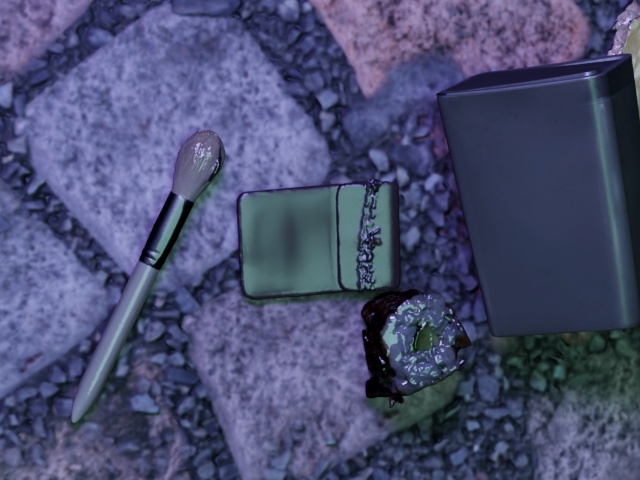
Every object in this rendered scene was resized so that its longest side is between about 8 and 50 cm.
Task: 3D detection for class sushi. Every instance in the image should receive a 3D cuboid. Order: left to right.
[{"bbox_3d":[0.082,0.097,1.680,0.098,0.084,0.094,-24,99,-14],"label":"sushi"}]

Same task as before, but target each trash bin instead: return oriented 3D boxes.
[{"bbox_3d":[0.222,-0.041,1.654,0.164,0.122,0.240,-7,102,27],"label":"trash bin"}]

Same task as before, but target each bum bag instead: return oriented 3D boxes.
[{"bbox_3d":[0.000,0.000,1.678,0.159,0.026,0.109,-5,98,-14],"label":"bum bag"}]

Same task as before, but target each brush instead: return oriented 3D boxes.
[{"bbox_3d":[-0.161,0.035,1.634,0.042,0.039,0.299,24,90,-17],"label":"brush"}]

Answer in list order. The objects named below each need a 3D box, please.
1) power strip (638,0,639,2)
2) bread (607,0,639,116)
[{"bbox_3d":[0.314,-0.258,1.715,0.040,0.016,0.090,-32,67,-5],"label":"power strip"},{"bbox_3d":[0.343,-0.126,1.748,0.182,0.039,0.251,30,87,-16],"label":"bread"}]
